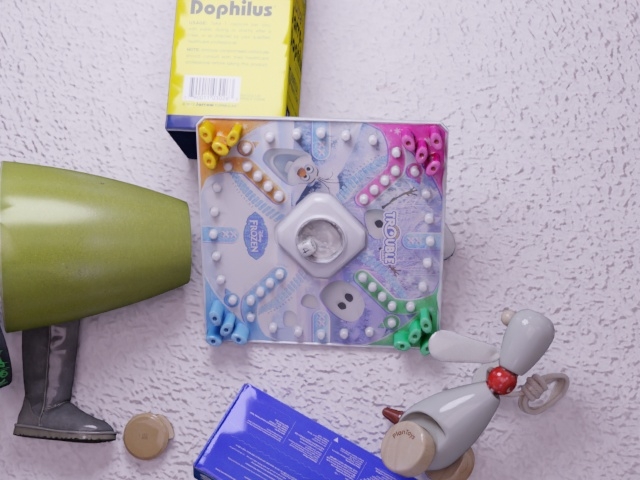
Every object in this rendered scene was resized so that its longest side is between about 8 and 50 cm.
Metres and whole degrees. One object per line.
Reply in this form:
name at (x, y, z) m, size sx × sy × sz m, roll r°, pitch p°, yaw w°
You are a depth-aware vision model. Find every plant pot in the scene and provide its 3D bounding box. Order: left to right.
plant pot at (-0.362, 0.005, 1.828) m, size 0.294 × 0.275 × 0.274 m, roll -2°, pitch 80°, yaw -13°

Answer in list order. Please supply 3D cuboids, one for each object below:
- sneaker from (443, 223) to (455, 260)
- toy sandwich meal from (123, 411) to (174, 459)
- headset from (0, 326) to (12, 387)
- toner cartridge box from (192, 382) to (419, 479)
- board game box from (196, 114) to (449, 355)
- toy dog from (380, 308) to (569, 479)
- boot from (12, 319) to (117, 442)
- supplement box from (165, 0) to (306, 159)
sneaker at (0.134, -0.061, 1.868) m, size 0.085 × 0.086 × 0.237 m, roll -39°, pitch 81°, yaw -4°
toy sandwich meal at (-0.284, 0.321, 1.865) m, size 0.086 × 0.029 × 0.085 m, roll -1°, pitch 84°, yaw 8°
headset at (-0.625, 0.093, 1.827) m, size 0.185 × 0.243 × 0.394 m, roll -21°, pitch 44°, yaw -26°
toner cartridge box at (-0.012, 0.384, 1.784) m, size 0.348 × 0.075 × 0.165 m, roll 29°, pitch 65°, yaw 9°
board game box at (0.000, 0.000, 1.785) m, size 0.390 × 0.050 × 0.389 m, roll 2°, pitch 112°, yaw 5°
toy dog at (0.215, 0.235, 1.776) m, size 0.334 × 0.220 × 0.161 m, roll -38°, pitch 48°, yaw -10°
boot at (-0.419, 0.228, 1.876) m, size 0.190 × 0.076 × 0.208 m, roll 6°, pitch 74°, yaw 3°
supplement box at (-0.132, -0.325, 1.879) m, size 0.195 × 0.194 × 0.356 m, roll 3°, pitch 81°, yaw 5°
